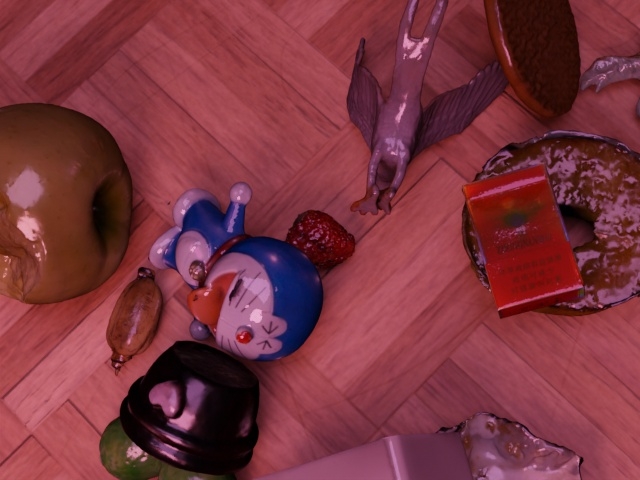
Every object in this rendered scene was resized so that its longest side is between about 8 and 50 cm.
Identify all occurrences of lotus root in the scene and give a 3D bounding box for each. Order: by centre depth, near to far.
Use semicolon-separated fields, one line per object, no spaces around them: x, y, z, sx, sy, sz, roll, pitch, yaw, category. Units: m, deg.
-0.251;0.111;1.439;0.072;0.063;0.152;8;76;47;lotus root

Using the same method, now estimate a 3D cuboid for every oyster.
0.212;0.327;1.325;0.223;0.083;0.214;17;78;13;oyster

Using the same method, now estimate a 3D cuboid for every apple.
-0.379;-0.052;1.399;0.279;0.279;0.279;-1;75;5;apple

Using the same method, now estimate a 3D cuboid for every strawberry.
0.000;0.000;1.441;0.096;0.083;0.083;9;76;1;strawberry

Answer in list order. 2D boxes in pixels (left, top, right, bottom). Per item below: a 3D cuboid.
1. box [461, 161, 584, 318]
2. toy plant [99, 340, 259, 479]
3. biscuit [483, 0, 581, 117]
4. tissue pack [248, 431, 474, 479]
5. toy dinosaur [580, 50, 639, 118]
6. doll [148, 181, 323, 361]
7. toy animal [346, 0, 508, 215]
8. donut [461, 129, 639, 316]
0.252;0.000;1.331;0.112;0.048;0.175;-15;69;9;box
-0.170;0.259;1.349;0.218;0.175;0.235;30;107;19;toy plant
0.281;-0.287;1.416;0.037;0.262;0.262;-13;71;35;biscuit
0.049;0.321;1.254;0.246;0.159;0.136;-25;69;35;tissue pack
0.567;-0.244;1.451;0.393;0.092;0.205;-29;69;0;toy dinosaur
-0.113;0.043;1.391;0.257;0.161;0.215;35;114;27;doll
0.122;-0.177;1.369;0.225;0.284;0.302;16;76;7;toy animal
0.321;-0.011;1.402;0.272;0.107;0.272;-3;71;8;donut
